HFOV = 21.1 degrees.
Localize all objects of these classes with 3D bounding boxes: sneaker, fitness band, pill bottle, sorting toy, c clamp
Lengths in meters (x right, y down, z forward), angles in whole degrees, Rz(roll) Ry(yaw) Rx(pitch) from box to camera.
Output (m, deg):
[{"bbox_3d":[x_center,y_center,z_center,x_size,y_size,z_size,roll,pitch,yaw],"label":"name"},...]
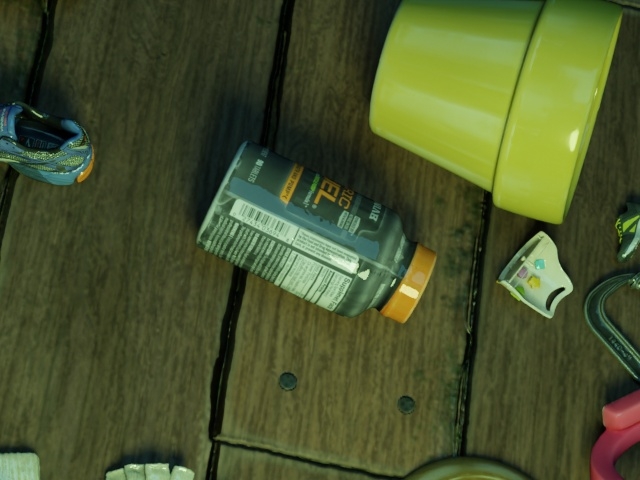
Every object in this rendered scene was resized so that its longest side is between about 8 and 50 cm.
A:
[{"bbox_3d":[0.358,-0.010,1.998,0.035,0.031,0.083,24,60,11],"label":"sneaker"},{"bbox_3d":[0.425,0.219,1.840,0.291,0.054,0.209,-21,34,-22],"label":"fitness band"},{"bbox_3d":[0.000,0.000,1.849,0.246,0.130,0.130,26,65,-3],"label":"pill bottle"},{"bbox_3d":[-0.349,-0.120,1.834,0.221,0.087,0.083,6,67,-12],"label":"sneaker"},{"bbox_3d":[0.247,0.047,1.941,0.075,0.045,0.083,42,65,-3],"label":"sorting toy"},{"bbox_3d":[0.384,0.097,1.966,0.161,0.022,0.137,43,71,4],"label":"c clamp"}]

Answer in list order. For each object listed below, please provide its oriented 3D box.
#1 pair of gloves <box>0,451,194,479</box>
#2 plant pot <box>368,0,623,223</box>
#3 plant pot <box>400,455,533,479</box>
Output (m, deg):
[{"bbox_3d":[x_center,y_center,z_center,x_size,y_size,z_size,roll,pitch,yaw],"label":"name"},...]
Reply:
[{"bbox_3d":[-0.245,0.313,1.712,0.240,0.042,0.204,7,68,-10],"label":"pair of gloves"},{"bbox_3d":[0.190,-0.170,1.913,0.239,0.254,0.254,17,65,9],"label":"plant pot"},{"bbox_3d":[0.167,0.339,1.808,0.236,0.032,0.236,5,67,-12],"label":"plant pot"}]
